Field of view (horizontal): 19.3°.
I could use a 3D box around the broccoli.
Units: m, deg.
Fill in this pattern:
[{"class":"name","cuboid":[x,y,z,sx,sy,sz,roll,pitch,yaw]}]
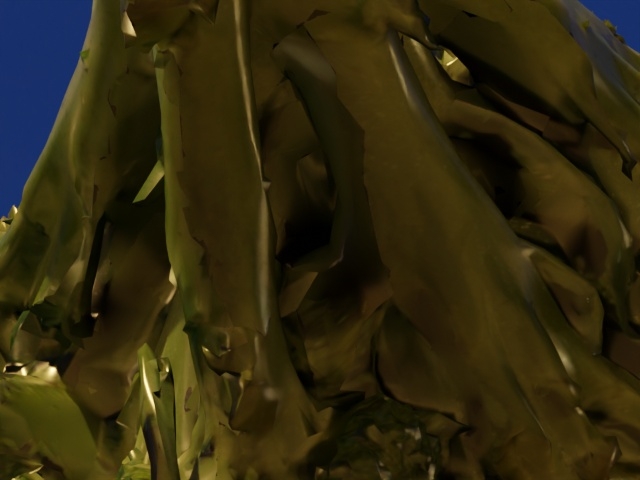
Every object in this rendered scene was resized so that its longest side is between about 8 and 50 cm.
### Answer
[{"class":"broccoli","cuboid":[0.000,0.000,0.605,0.321,0.304,0.283,-38,-49,-32]}]
